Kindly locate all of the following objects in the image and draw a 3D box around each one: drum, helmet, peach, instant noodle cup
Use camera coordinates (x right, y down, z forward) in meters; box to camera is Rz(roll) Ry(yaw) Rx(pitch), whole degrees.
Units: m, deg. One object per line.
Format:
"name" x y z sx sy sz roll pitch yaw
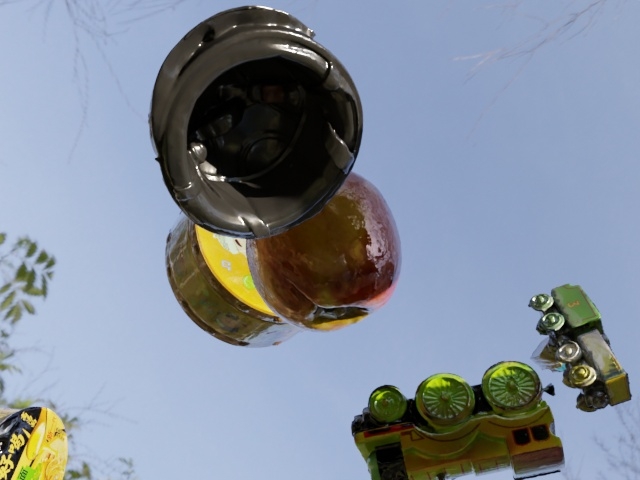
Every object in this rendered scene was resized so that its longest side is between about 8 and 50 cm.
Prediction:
"drum" -0.135 0.028 1.828 0.431 0.431 0.214 50 -38 3
"helmet" -0.090 -0.143 0.866 0.160 0.230 0.279 49 -5 49
"peach" 0.000 0.000 1.196 0.238 0.281 0.281 -30 -86 27
"instant noodle cup" -0.382 0.251 0.890 0.122 0.151 0.151 10 -64 23

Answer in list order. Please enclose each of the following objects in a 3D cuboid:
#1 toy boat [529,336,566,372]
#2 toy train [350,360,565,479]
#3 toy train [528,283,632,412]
"toy boat" 0.454 0.229 1.531 0.066 0.172 0.065 33 -96 9
"toy train" 0.190 0.270 1.098 0.296 0.161 0.100 -13 -42 9
"toy train" 0.326 0.130 0.978 0.081 0.202 0.060 -20 -58 6
